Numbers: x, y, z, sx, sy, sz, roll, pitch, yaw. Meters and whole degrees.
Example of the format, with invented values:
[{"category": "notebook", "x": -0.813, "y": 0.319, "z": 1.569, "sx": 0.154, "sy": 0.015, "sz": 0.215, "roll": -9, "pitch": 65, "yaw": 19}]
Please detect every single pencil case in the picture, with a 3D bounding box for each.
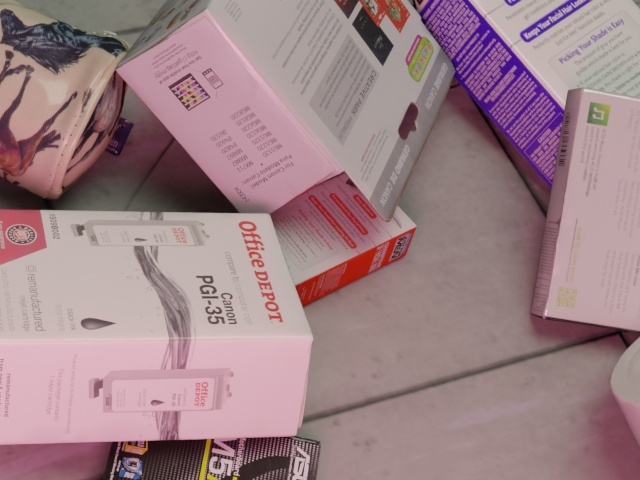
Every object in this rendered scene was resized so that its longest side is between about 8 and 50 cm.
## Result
[{"category": "pencil case", "x": -0.374, "y": -0.201, "z": 1.793, "sx": 0.410, "sy": 0.160, "sz": 0.183, "roll": 29, "pitch": 57, "yaw": 7}]

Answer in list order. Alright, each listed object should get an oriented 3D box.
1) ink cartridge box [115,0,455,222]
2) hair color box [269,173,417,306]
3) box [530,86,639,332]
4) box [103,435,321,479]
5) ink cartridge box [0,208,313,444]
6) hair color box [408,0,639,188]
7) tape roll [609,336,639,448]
[{"category": "ink cartridge box", "x": -0.021, "y": -0.170, "z": 1.830, "sx": 0.272, "sy": 0.130, "sz": 0.309, "roll": 50, "pitch": 36, "yaw": -17}, {"category": "hair color box", "x": 0.000, "y": 0.000, "z": 1.815, "sx": 0.167, "sy": 0.053, "sz": 0.093, "roll": -25, "pitch": 62, "yaw": -30}, {"category": "box", "x": 0.386, "y": -0.013, "z": 1.850, "sx": 0.322, "sy": 0.058, "sz": 0.232, "roll": 10, "pitch": 92, "yaw": -8}, {"category": "box", "x": -0.101, "y": 0.241, "z": 1.598, "sx": 0.184, "sy": 0.045, "sz": 0.191, "roll": 12, "pitch": 50, "yaw": -2}, {"category": "ink cartridge box", "x": -0.165, "y": 0.071, "z": 1.633, "sx": 0.283, "sy": 0.117, "sz": 0.207, "roll": 0, "pitch": 34, "yaw": -15}, {"category": "hair color box", "x": 0.247, "y": -0.204, "z": 1.975, "sx": 0.185, "sy": 0.110, "sz": 0.339, "roll": -34, "pitch": 82, "yaw": -35}, {"category": "tape roll", "x": 0.413, "y": 0.115, "z": 1.692, "sx": 0.286, "sy": 0.286, "sz": 0.100, "roll": -36, "pitch": 103, "yaw": -35}]
